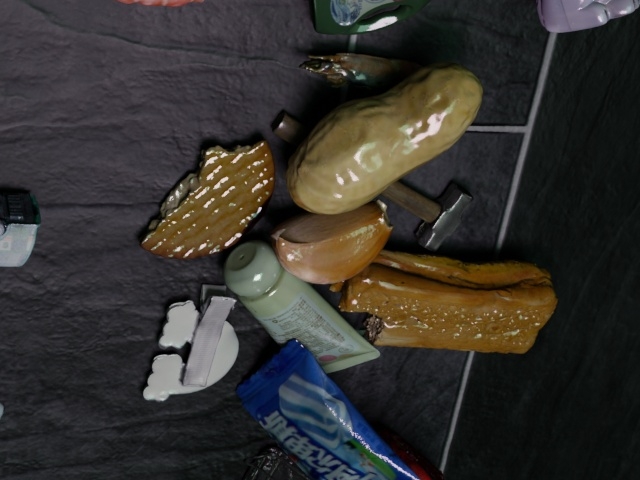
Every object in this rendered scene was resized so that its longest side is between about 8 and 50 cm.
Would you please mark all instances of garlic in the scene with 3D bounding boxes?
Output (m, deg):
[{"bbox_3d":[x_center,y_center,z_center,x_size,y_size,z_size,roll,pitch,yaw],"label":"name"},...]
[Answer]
[{"bbox_3d":[0.003,0.009,1.869,0.206,0.128,0.115,-15,105,-28],"label":"garlic"}]

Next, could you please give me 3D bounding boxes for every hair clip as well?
[{"bbox_3d":[-0.190,0.167,1.948,0.140,0.054,0.220,4,120,-29],"label":"hair clip"}]

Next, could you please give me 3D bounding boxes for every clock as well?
[{"bbox_3d":[0.363,-0.446,1.746,0.188,0.189,0.254,-24,118,-7],"label":"clock"}]

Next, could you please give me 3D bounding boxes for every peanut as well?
[{"bbox_3d":[0.087,-0.148,1.767,0.318,0.147,0.147,-31,126,11],"label":"peanut"}]

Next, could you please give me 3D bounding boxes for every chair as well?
[{"bbox_3d":[-0.062,0.430,2.125,0.145,0.221,0.140,33,109,11],"label":"chair"}]

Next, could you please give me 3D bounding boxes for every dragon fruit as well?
[{"bbox_3d":[0.092,0.432,2.113,0.152,0.317,0.205,42,88,8],"label":"dragon fruit"}]

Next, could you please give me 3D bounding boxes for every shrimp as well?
[{"bbox_3d":[0.066,-0.212,1.822,0.251,0.052,0.144,14,116,-29],"label":"shrimp"}]

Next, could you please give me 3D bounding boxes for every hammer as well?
[{"bbox_3d":[0.077,-0.101,1.900,0.365,0.043,0.111,28,107,-31],"label":"hammer"}]

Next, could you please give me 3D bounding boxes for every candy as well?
[{"bbox_3d":[0.014,0.323,1.977,0.331,0.077,0.187,49,125,1],"label":"candy"}]

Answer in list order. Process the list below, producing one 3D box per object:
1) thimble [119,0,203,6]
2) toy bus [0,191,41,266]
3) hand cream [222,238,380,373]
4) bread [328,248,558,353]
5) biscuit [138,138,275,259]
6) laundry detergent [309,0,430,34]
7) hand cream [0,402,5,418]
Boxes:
[{"bbox_3d":[-0.221,-0.384,1.497,0.239,0.239,0.162,1,117,-22],"label":"thimble"},{"bbox_3d":[-0.519,-0.020,1.683,0.261,0.091,0.109,3,129,-22],"label":"toy bus"},{"bbox_3d":[-0.040,0.119,1.949,0.147,0.093,0.306,-20,130,24],"label":"hand cream"},{"bbox_3d":[0.193,0.102,2.026,0.380,0.109,0.185,5,138,-21],"label":"bread"},{"bbox_3d":[-0.169,-0.058,1.832,0.228,0.031,0.176,-20,124,-8],"label":"biscuit"},{"bbox_3d":[0.089,-0.351,1.718,0.210,0.063,0.137,-10,136,-5],"label":"laundry detergent"},{"bbox_3d":[-0.602,0.176,1.788,0.085,0.058,0.331,-34,123,24],"label":"hand cream"}]
